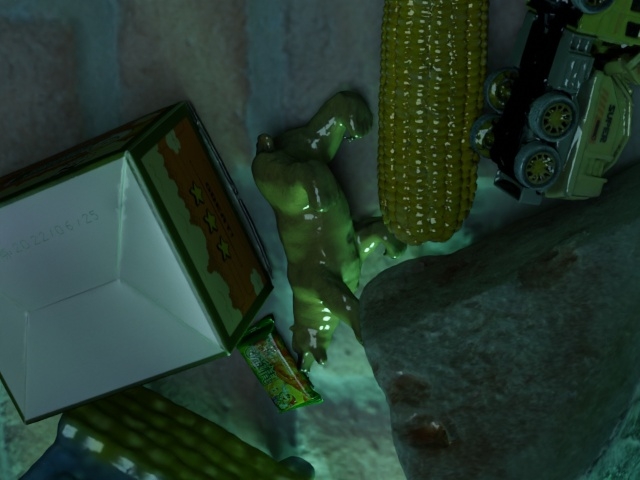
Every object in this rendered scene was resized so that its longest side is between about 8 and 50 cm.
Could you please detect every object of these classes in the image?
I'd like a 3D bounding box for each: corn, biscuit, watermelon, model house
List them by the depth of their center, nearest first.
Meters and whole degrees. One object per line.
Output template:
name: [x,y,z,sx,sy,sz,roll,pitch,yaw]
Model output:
watermelon: [0.140,0.096,1.066,0.258,0.387,0.228,19,154,22]
corn: [0.083,-0.115,1.087,0.081,0.081,0.249,7,114,10]
model house: [-0.138,0.264,1.198,0.237,0.303,0.215,30,134,8]
biscuit: [-0.038,0.109,1.251,0.046,0.016,0.089,-26,105,22]

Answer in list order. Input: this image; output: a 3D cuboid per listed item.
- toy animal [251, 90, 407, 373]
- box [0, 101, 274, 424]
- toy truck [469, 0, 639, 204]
toy animal: [0.000,0.000,1.162,0.101,0.103,0.219,-4,115,33]
box: [-0.170,0.016,1.167,0.194,0.148,0.178,-21,104,21]
toy truck: [0.189,-0.117,1.042,0.116,0.085,0.191,8,106,-27]
